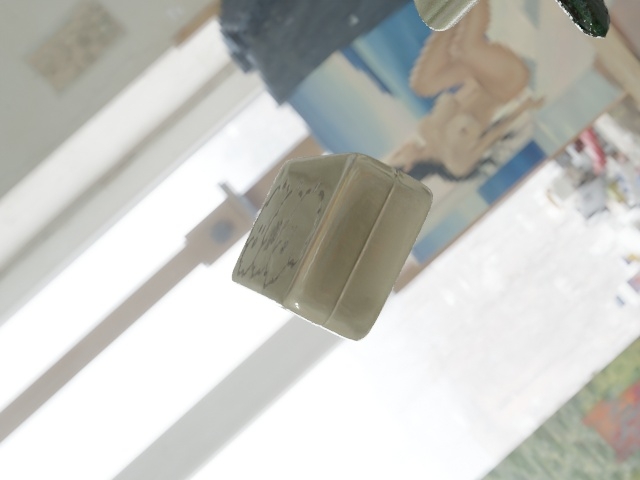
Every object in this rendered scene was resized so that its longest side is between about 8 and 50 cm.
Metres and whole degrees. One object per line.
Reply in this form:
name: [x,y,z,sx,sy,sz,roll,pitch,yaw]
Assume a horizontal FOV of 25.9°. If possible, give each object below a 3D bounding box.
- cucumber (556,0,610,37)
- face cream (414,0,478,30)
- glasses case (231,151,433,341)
cucumber: [0.173,-0.201,1.024,0.133,0.032,0.032,58,-178,22]
face cream: [0.209,-0.356,1.283,0.081,0.348,0.174,27,-136,-23]
glasses case: [0.000,0.000,1.239,0.076,0.144,0.336,27,176,-11]
